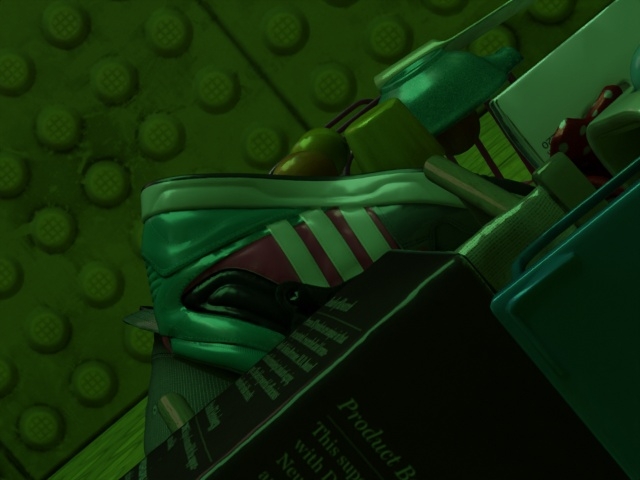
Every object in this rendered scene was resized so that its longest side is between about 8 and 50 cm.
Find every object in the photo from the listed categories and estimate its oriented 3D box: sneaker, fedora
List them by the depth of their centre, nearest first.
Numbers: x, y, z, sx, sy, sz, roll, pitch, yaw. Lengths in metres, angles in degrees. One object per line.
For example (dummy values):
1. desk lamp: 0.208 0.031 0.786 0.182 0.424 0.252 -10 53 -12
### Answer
1. sneaker: 0.016 0.046 1.016 0.295 0.179 0.124 -1 -12 10
2. fedora: -0.063 0.148 1.208 0.275 0.243 0.124 -14 56 70

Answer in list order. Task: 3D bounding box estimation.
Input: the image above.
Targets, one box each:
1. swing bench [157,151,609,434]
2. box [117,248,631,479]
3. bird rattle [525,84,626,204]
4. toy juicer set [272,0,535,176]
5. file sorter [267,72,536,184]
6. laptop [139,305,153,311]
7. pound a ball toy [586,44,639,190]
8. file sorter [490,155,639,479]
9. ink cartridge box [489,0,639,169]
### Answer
1. swing bench: 0.055 0.091 0.840 0.253 0.165 0.254 -40 9 -5
2. box: 0.020 0.130 0.619 0.203 0.168 0.167 -40 5 -6
3. bird rattle: 0.147 -0.011 1.159 0.253 0.143 0.207 -37 -13 -6
4. toy juicer set: 0.080 -0.104 1.313 0.209 0.089 0.329 -27 12 42
5. file sorter: 0.098 -0.055 1.531 0.202 0.182 0.290 -41 14 -21
6. laptop: 0.019 0.022 1.292 0.264 0.137 0.234 7 0 41
7. pound a ball toy: 0.345 -0.155 0.977 0.319 0.136 0.208 -42 4 -10
8. file sorter: 0.150 0.040 0.428 0.118 0.170 0.104 -40 0 11
9. ink cartridge box: 0.254 -0.118 1.290 0.158 0.092 0.218 -39 -14 12
